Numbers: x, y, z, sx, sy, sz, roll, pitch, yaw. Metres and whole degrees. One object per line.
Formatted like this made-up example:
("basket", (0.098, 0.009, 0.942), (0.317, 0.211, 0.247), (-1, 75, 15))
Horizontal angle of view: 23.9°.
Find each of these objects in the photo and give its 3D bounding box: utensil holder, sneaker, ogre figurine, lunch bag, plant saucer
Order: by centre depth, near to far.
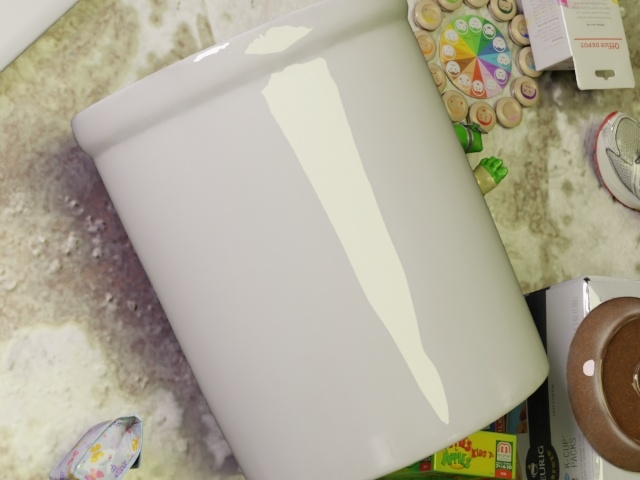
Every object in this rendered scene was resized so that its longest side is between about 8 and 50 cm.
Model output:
("lunch bag", (-0.196, 0.196, 1.376), (0.053, 0.071, 0.083), (43, 62, -13))
("utensil holder", (0.000, 0.000, 1.384), (0.327, 0.327, 0.386), (-27, 94, -31))
("plant saucer", (0.307, 0.134, 1.430), (0.168, 0.029, 0.168), (6, 76, -26))
("ogre figurine", (0.132, -0.041, 1.602), (0.118, 0.097, 0.197), (20, 85, -43))
("sneaker", (0.407, -0.063, 1.755), (0.225, 0.092, 0.088), (48, 61, -11))

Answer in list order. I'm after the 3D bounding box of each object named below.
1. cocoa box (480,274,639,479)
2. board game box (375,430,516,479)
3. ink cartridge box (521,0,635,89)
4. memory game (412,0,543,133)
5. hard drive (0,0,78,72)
("cocoa box", (0.351, 0.177, 1.593), (0.347, 0.228, 0.232), (5, 77, -28))
("board game box", (0.100, 0.212, 1.474), (0.092, 0.181, 0.043), (10, 75, -27))
("ink cartridge box", (0.292, -0.254, 1.742), (0.104, 0.061, 0.181), (-6, 82, -39))
("memory game", (0.177, -0.210, 1.705), (0.186, 0.012, 0.186), (7, 76, -28))
("hard drive", (-0.343, -0.277, 1.410), (0.233, 0.047, 0.353), (48, 61, -13))
